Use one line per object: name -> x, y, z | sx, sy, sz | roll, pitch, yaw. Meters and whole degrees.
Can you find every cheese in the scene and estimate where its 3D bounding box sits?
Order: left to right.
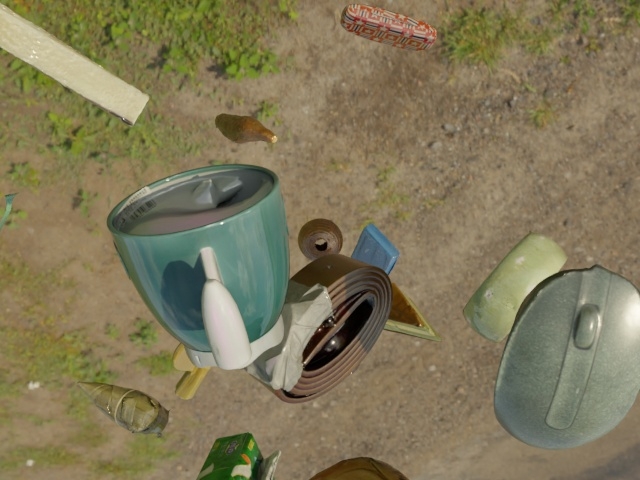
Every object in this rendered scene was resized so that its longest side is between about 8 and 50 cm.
cheese -> -0.525, -0.359, 1.364 | 0.400, 0.034, 0.085 | 29, 88, -39

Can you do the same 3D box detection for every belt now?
belt -> -0.001, 0.171, 1.355 | 0.122, 0.339, 0.217 | 18, 141, 46

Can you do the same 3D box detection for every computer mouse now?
computer mouse -> 0.374, 0.208, 1.041 | 0.203, 0.114, 0.373 | 10, 128, 13

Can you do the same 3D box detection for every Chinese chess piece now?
Chinese chess piece -> 0.406, 0.097, 1.431 | 0.101, 0.250, 0.250 | 40, 142, 15

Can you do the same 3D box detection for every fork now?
fork -> -0.651, -0.058, 1.409 | 0.039, 0.021, 0.235 | -15, 167, -43

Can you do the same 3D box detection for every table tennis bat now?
table tennis bat -> -0.246, 0.254, 1.491 | 0.198, 0.050, 0.321 | -10, 147, -42

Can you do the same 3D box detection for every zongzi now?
zongzi -> -0.420, 0.356, 1.476 | 0.178, 0.081, 0.189 | 23, 162, 11

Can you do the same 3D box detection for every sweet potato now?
sweet potato -> -0.200, -0.265, 1.638 | 0.072, 0.314, 0.066 | -47, 120, -15

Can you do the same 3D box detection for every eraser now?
eraser -> 0.148, 0.099, 2.191 | 0.043, 0.144, 0.311 | -22, 150, -35

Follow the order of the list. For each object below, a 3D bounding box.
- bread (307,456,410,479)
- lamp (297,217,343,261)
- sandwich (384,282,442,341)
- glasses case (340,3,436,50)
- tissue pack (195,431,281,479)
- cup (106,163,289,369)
bread -> 0.036, 0.347, 0.796 | 0.199, 0.199, 0.104 | -23, 102, 23
lamp -> 0.000, 0.000, 2.030 | 0.136, 0.136, 0.136 | -3, 142, -2
sandwich -> 0.202, 0.226, 1.803 | 0.144, 0.187, 0.117 | -42, 134, 9
glasses case -> 0.134, -0.426, 1.359 | 0.195, 0.049, 0.073 | 12, 170, -12
tissue pack -> -0.170, 0.543, 1.496 | 0.156, 0.209, 0.148 | -15, 108, 15
cup -> -0.105, 0.031, 0.690 | 0.168, 0.299, 0.173 | -16, 117, -6
